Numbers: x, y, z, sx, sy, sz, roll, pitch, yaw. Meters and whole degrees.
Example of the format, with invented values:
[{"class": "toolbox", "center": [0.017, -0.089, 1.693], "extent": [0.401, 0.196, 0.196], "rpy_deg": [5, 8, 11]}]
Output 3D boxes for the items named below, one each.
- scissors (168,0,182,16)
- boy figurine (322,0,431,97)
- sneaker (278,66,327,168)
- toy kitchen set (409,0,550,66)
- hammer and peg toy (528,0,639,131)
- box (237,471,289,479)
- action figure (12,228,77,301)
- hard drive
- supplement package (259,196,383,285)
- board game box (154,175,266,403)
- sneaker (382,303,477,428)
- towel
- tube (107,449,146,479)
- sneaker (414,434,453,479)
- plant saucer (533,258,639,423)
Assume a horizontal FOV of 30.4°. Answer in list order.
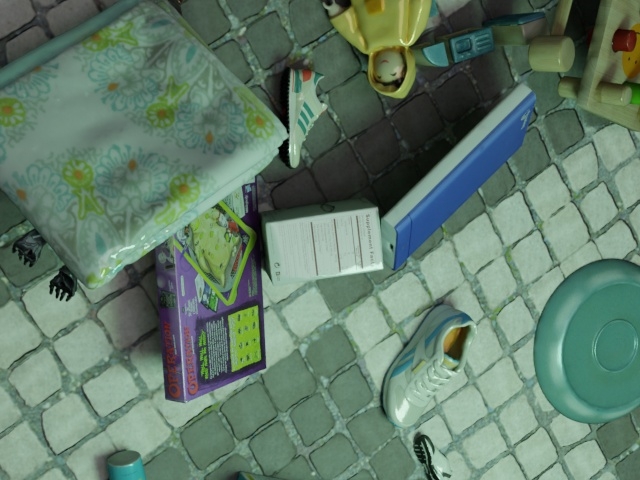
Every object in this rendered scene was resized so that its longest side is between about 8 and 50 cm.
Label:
[{"class": "scissors", "center": [-0.232, -0.355, 1.778], "extent": [0.109, 0.021, 0.297], "rpy_deg": [-2, 100, -26]}, {"class": "boy figurine", "center": [0.090, -0.362, 1.862], "extent": [0.177, 0.092, 0.285], "rpy_deg": [-3, 106, 16]}, {"class": "sneaker", "center": [-0.024, -0.194, 1.873], "extent": [0.075, 0.057, 0.161], "rpy_deg": [-1, 96, -18]}, {"class": "toy kitchen set", "center": [0.244, -0.384, 1.928], "extent": [0.207, 0.122, 0.166], "rpy_deg": [-21, 106, -20]}, {"class": "hammer and peg toy", "center": [0.500, -0.339, 1.975], "extent": [0.361, 0.127, 0.266], "rpy_deg": [11, 94, -52]}, {"class": "box", "center": [-0.018, 0.446, 1.955], "extent": [0.244, 0.100, 0.060], "rpy_deg": [16, 93, -25]}, {"class": "action figure", "center": [-0.336, -0.053, 1.717], "extent": [0.164, 0.141, 0.276], "rpy_deg": [43, 54, -15]}, {"class": "hard drive", "center": [0.221, -0.099, 1.929], "extent": [0.040, 0.210, 0.318], "rpy_deg": [43, 78, 15]}, {"class": "supplement package", "center": [0.000, 0.000, 1.868], "extent": [0.179, 0.105, 0.105], "rpy_deg": [-8, 101, -8]}, {"class": "board game box", "center": [-0.167, 0.053, 1.801], "extent": [0.208, 0.056, 0.347], "rpy_deg": [-18, 108, -58]}, {"class": "sneaker", "center": [0.185, 0.219, 2.014], "extent": [0.087, 0.092, 0.229], "rpy_deg": [30, 87, -27]}, {"class": "towel", "center": [-0.275, -0.155, 1.640], "extent": [0.374, 0.090, 0.320], "rpy_deg": [-38, 78, -26]}, {"class": "tube", "center": [-0.294, 0.434, 1.862], "extent": [0.080, 0.052, 0.207], "rpy_deg": [-13, 109, -15]}, {"class": "sneaker", "center": [0.200, 0.384, 2.082], "extent": [0.043, 0.040, 0.109], "rpy_deg": [-37, 115, -32]}, {"class": "plant saucer", "center": [0.541, 0.194, 2.199], "extent": [0.317, 0.043, 0.318], "rpy_deg": [-4, 100, -23]}]
